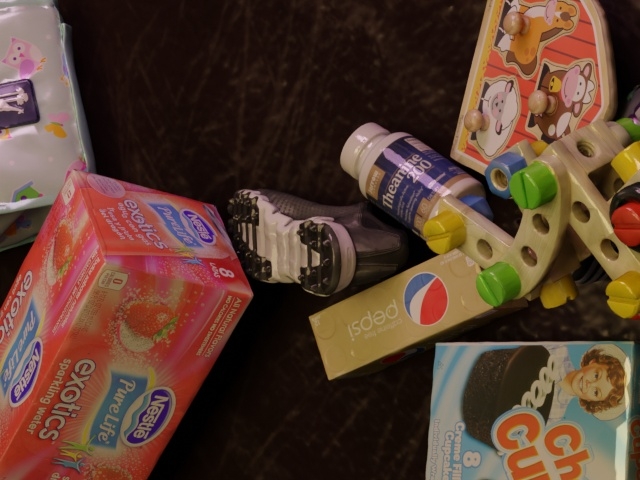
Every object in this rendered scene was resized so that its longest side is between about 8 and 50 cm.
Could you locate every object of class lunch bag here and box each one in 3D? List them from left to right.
[{"bbox_3d":[-0.343,-0.101,1.925,0.262,0.160,0.223,-19,76,24],"label":"lunch bag"}]

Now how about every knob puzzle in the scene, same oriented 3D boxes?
[{"bbox_3d":[0.168,-0.126,1.572,0.213,0.030,0.213,-21,66,56],"label":"knob puzzle"}]

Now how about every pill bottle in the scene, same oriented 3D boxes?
[{"bbox_3d":[0.075,-0.050,1.665,0.120,0.067,0.067,36,111,31],"label":"pill bottle"}]

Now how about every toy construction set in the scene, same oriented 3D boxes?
[{"bbox_3d":[0.238,0.044,1.427,0.327,0.151,0.215,43,142,3],"label":"toy construction set"}]

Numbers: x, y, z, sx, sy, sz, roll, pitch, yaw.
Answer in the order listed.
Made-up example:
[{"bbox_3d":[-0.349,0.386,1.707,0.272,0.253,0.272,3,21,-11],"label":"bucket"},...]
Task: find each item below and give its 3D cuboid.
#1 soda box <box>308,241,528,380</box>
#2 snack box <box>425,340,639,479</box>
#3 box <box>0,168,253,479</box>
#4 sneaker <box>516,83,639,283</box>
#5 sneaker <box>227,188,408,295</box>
[{"bbox_3d":[0.080,0.060,1.668,0.181,0.058,0.061,-26,75,33],"label":"soda box"},{"bbox_3d":[0.170,0.241,1.567,0.187,0.060,0.322,-3,77,36],"label":"snack box"},{"bbox_3d":[-0.203,0.106,1.785,0.300,0.154,0.142,-59,34,26],"label":"box"},{"bbox_3d":[0.227,-0.079,1.546,0.098,0.083,0.224,43,115,34],"label":"sneaker"},{"bbox_3d":[0.000,0.000,1.716,0.234,0.106,0.078,19,112,61],"label":"sneaker"}]
